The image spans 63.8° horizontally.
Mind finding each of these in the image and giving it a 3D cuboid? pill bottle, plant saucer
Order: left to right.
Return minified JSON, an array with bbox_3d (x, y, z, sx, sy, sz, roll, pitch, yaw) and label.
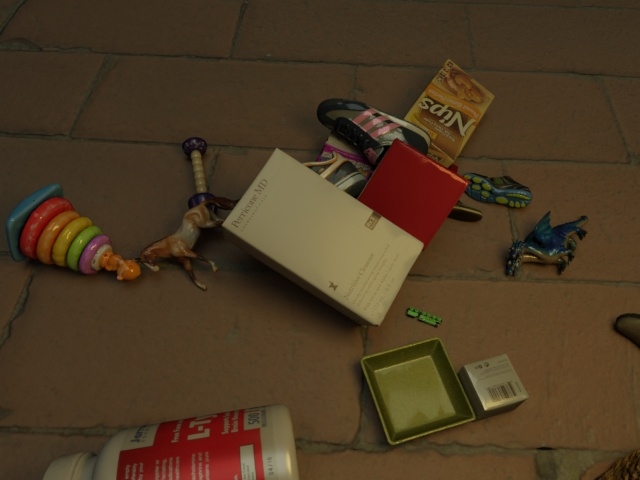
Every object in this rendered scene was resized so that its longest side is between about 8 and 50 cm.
[{"bbox_3d":[-0.240,0.428,0.889,0.409,0.229,0.228,-8,57,-6],"label":"pill bottle"},{"bbox_3d":[0.198,0.316,1.082,0.189,0.045,0.188,-13,57,-10],"label":"plant saucer"}]

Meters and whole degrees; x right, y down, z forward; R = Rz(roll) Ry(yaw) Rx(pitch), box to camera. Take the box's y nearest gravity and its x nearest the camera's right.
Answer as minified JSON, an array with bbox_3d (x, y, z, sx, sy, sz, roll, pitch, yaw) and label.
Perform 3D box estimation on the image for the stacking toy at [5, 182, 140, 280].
[{"bbox_3d":[-0.563,0.016,1.226,0.302,0.165,0.175,26,47,2],"label":"stacking toy"}]

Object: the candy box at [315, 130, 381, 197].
[{"bbox_3d":[0.090,-0.239,1.439,0.159,0.071,0.233,20,58,10],"label":"candy box"}]

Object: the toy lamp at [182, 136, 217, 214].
[{"bbox_3d":[-0.324,-0.157,1.376,0.080,0.080,0.274,-12,54,-9],"label":"toy lamp"}]

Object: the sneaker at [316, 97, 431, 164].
[{"bbox_3d":[0.126,-0.272,1.352,0.319,0.112,0.131,20,62,8],"label":"sneaker"}]

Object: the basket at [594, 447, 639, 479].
[{"bbox_3d":[0.630,0.540,0.911,0.214,0.223,0.299,-9,49,-48],"label":"basket"}]

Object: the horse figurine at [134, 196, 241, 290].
[{"bbox_3d":[-0.294,-0.009,1.238,0.175,0.066,0.263,33,82,6],"label":"horse figurine"}]

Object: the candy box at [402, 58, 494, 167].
[{"bbox_3d":[0.356,-0.360,1.484,0.183,0.087,0.316,38,60,-3],"label":"candy box"}]

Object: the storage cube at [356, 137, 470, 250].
[{"bbox_3d":[0.212,-0.117,1.227,0.193,0.183,0.214,31,103,2],"label":"storage cube"}]

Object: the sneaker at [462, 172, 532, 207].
[{"bbox_3d":[0.476,-0.141,1.394,0.188,0.067,0.078,16,36,12],"label":"sneaker"}]

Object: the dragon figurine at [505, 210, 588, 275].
[{"bbox_3d":[0.571,-0.011,1.285,0.144,0.085,0.289,32,63,19],"label":"dragon figurine"}]

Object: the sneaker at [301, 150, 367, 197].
[{"bbox_3d":[-0.048,-0.102,1.294,0.321,0.126,0.127,-34,74,-12],"label":"sneaker"}]

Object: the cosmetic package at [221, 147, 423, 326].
[{"bbox_3d":[0.000,0.000,1.134,0.385,0.156,0.217,32,78,-4],"label":"cosmetic package"}]

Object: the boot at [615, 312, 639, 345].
[{"bbox_3d":[0.740,0.275,1.103,0.247,0.083,0.161,32,67,20],"label":"boot"}]

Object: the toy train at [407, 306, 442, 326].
[{"bbox_3d":[0.241,0.178,1.194,0.084,0.017,0.023,20,68,12],"label":"toy train"}]

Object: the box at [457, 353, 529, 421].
[{"bbox_3d":[0.351,0.305,1.067,0.101,0.087,0.101,-13,56,-10],"label":"box"}]

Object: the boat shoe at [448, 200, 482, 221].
[{"bbox_3d":[0.350,-0.088,1.352,0.153,0.056,0.049,14,62,8],"label":"boat shoe"}]
